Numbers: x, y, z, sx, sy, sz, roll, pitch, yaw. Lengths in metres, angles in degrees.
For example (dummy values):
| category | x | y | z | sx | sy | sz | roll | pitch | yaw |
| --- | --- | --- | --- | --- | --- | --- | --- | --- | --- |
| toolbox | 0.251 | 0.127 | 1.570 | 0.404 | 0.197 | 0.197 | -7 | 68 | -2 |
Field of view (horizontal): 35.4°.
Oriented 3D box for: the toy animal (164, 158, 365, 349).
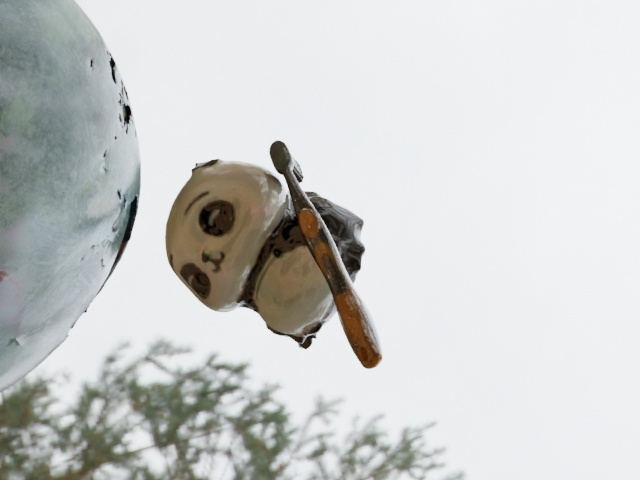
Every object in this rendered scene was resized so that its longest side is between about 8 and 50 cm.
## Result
| category | x | y | z | sx | sy | sz | roll | pitch | yaw |
| --- | --- | --- | --- | --- | --- | --- | --- | --- | --- |
| toy animal | -0.061 | 0.013 | 0.940 | 0.166 | 0.179 | 0.138 | -61 | -170 | 24 |

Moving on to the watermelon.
| category | x | y | z | sx | sy | sz | roll | pitch | yaw |
| --- | --- | --- | --- | --- | --- | --- | --- | --- | --- |
| watermelon | -0.210 | 0.005 | 0.583 | 0.175 | 0.188 | 0.322 | -100 | -146 | -65 |

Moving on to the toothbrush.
| category | x | y | z | sx | sy | sz | roll | pitch | yaw |
| --- | --- | --- | --- | --- | --- | --- | --- | --- | --- |
| toothbrush | -0.002 | -0.002 | 0.798 | 0.023 | 0.031 | 0.321 | -38 | -148 | 10 |
